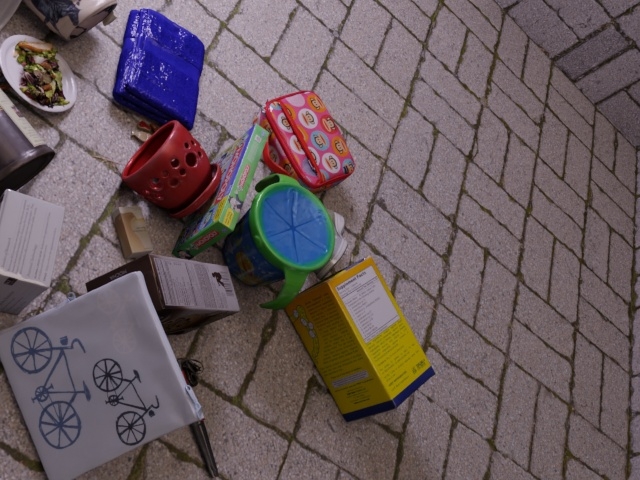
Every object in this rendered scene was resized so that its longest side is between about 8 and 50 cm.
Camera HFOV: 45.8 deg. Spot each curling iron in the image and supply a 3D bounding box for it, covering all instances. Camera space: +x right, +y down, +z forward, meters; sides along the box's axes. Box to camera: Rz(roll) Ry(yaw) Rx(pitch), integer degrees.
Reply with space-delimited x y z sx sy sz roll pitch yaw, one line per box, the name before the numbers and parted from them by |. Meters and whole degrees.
curling iron | -0.266 0.388 1.680 0.068 0.035 0.273 -4 71 -42

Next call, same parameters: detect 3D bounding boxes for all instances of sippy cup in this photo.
sippy cup | -0.120 0.005 1.872 0.240 0.224 0.305 44 47 -12

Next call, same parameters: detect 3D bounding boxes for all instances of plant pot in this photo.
plant pot | -0.347 -0.159 1.793 0.174 0.191 0.191 46 45 -27

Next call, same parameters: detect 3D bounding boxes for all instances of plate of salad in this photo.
plate of salad | -0.635 -0.386 1.728 0.200 0.048 0.199 37 39 -37

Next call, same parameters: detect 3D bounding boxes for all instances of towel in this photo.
towel | -0.406 -0.447 1.956 0.228 0.076 0.308 23 53 -30

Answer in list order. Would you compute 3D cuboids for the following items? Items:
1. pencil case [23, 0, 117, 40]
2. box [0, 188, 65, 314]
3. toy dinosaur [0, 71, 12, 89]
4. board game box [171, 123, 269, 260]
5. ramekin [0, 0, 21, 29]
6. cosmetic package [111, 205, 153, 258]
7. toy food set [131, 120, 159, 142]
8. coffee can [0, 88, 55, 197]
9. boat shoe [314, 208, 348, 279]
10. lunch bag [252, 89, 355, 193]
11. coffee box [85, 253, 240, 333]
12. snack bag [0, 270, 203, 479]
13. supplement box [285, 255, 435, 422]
pencil case | -0.669 -0.653 1.778 0.410 0.160 0.183 46 34 -14
box | -0.599 0.026 1.473 0.119 0.181 0.181 21 57 -32
toy dinosaur | -0.721 -0.333 1.656 0.090 0.047 0.082 41 65 -32
board game box | -0.240 -0.116 1.839 0.046 0.214 0.317 34 49 -23
ramekin | -0.737 -0.537 1.634 0.109 0.207 0.207 35 49 -11
cosmetic package | -0.432 -0.020 1.742 0.060 0.041 0.115 -11 76 -44
toy food set | -0.413 -0.262 1.904 0.122 0.019 0.077 25 53 -20
coffee can | -0.699 -0.222 1.502 0.275 0.202 0.201 52 45 -7
boat shoe | 0.002 -0.002 2.015 0.103 0.118 0.320 33 25 -14
lunch bag | -0.061 -0.270 2.153 0.258 0.120 0.293 -25 84 -41
coffee box | -0.325 0.122 1.596 0.297 0.168 0.118 14 56 -65
snack bag | -0.425 0.254 1.436 0.323 0.343 0.037 65 8 8
supplement box | 0.099 0.254 1.957 0.194 0.195 0.356 -27 88 -46
